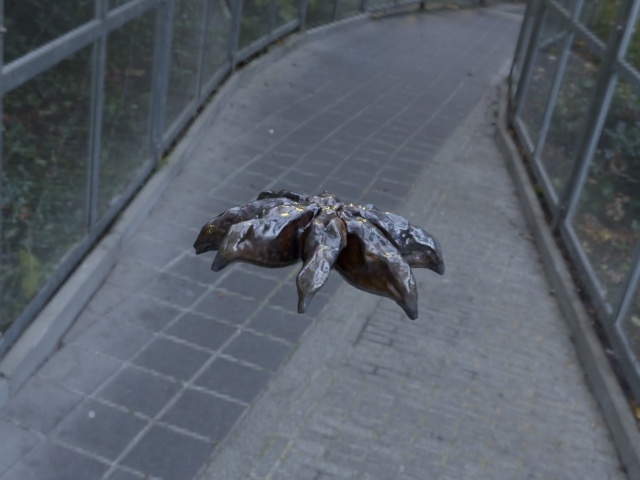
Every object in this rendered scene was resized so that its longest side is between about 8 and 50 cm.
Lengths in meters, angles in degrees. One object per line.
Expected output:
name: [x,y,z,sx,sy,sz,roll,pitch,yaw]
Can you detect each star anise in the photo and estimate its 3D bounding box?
star anise: [-0.001,-0.001,0.451,0.141,0.042,0.141,7,19,-2]
